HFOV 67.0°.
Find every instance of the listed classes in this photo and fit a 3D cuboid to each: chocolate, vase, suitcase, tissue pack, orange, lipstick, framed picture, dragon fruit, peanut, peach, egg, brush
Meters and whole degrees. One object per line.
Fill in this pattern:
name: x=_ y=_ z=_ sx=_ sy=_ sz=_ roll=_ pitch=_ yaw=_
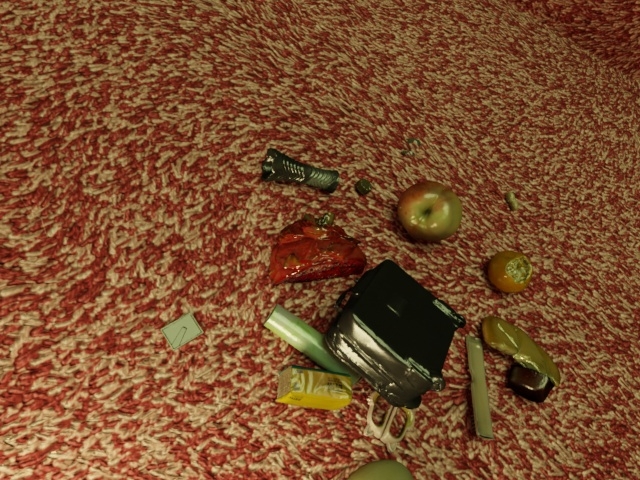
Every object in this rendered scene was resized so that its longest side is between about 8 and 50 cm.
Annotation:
chocolate: x=0.669 y=0.463 z=1.525 sx=0.148 sy=0.125 sz=0.080 roll=35 pitch=72 yaw=-9
vase: x=-0.060 y=-0.215 z=1.546 sx=0.237 sy=0.115 sz=0.115 roll=11 pitch=61 yaw=-24
suitcase: x=0.204 y=0.241 z=1.337 sx=0.339 sy=0.188 sz=0.345 roll=42 pitch=38 yaw=3
tissue pack: x=-0.018 y=0.381 z=1.241 sx=0.169 sy=0.120 sz=0.082 roll=15 pitch=58 yaw=-19
orange: x=0.665 y=0.106 z=1.691 sx=0.154 sy=0.134 sz=0.155 roll=13 pitch=53 yaw=-18
lipstick: x=-0.014 y=0.288 z=1.319 sx=0.304 sy=0.076 sz=0.076 roll=35 pitch=56 yaw=-4
framed picture: x=-0.352 y=0.231 z=1.232 sx=0.089 sy=0.007 sz=0.066 roll=-31 pitch=81 yaw=-33
dragon fruit: x=0.000 y=0.000 z=1.428 sx=0.317 sy=0.152 sz=0.205 roll=-7 pitch=66 yaw=-27
peanut: x=0.766 y=-0.157 z=1.930 sx=0.037 sy=0.037 sz=0.083 roll=-10 pitch=67 yaw=-29
peach: x=0.372 y=-0.096 z=1.641 sx=0.232 sy=0.232 sz=0.233 roll=11 pitch=61 yaw=-20
egg: x=0.131 y=0.632 z=1.140 sx=0.188 sy=0.188 sz=0.253 roll=50 pitch=45 yaw=5
brush: x=0.479 y=0.446 z=1.486 sx=0.060 sy=0.050 sz=0.321 roll=18 pitch=51 yaw=-13

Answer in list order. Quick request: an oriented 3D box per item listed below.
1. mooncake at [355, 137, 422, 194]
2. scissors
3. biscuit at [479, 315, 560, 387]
mooncake: x=0.246 y=-0.265 z=1.743 sx=0.150 sy=0.057 sz=0.347 roll=40 pitch=61 yaw=-17
scissors: x=0.224 y=0.436 z=1.382 sx=0.160 sy=0.024 sz=0.317 roll=36 pitch=54 yaw=-4
biscuit: x=0.658 y=0.350 z=1.590 sx=0.299 sy=0.045 sz=0.154 roll=32 pitch=38 yaw=-1
